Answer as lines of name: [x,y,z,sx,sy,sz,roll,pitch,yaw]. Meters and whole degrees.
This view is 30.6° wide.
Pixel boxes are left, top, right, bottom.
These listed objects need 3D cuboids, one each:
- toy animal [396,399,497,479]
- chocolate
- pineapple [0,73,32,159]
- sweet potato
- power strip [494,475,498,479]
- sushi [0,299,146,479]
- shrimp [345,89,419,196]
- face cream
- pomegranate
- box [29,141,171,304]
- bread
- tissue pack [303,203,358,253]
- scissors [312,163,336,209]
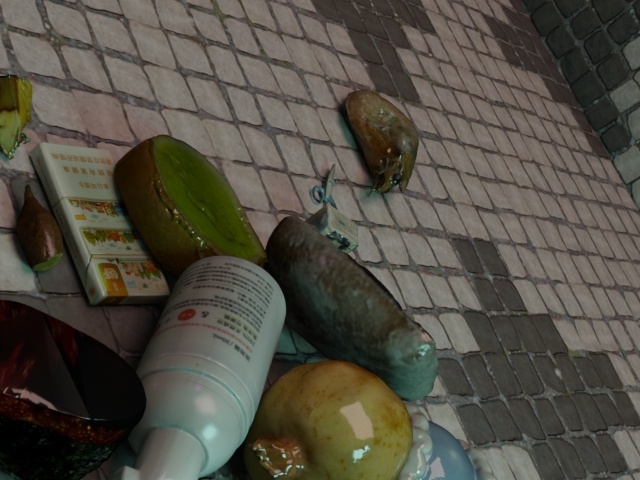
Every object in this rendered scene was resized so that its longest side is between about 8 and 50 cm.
toy animal: [0.138,0.323,1.542,0.204,0.156,0.208,35,38,-21]
chocolate: [0.029,0.104,1.576,0.100,0.185,0.303,-40,65,-23]
pineapple: [-0.380,-0.156,1.415,0.114,0.077,0.114,-14,83,-54]
sweet potato: [-0.328,-0.018,1.359,0.049,0.049,0.117,12,49,-49]
power strip: [0.262,0.401,1.748,0.192,0.035,0.081,51,29,-3]
sushi: [-0.292,0.154,1.162,0.225,0.126,0.136,27,40,-28]
shrimp: [0.103,-0.179,2.113,0.168,0.077,0.317,34,29,-12]
face cream: [-0.144,0.178,1.317,0.145,0.145,0.370,42,33,-18]
pomegranate: [0.010,0.244,1.397,0.207,0.207,0.207,35,35,-28]
box: [-0.273,-0.021,1.452,0.122,0.032,0.220,3,56,-54]
bread: [-0.168,-0.033,1.540,0.236,0.070,0.236,47,19,-22]
tissue pack: [0.000,0.000,1.747,0.074,0.094,0.059,34,34,-34]
scissors: [0.013,-0.090,1.940,0.058,0.014,0.119,45,34,-22]
